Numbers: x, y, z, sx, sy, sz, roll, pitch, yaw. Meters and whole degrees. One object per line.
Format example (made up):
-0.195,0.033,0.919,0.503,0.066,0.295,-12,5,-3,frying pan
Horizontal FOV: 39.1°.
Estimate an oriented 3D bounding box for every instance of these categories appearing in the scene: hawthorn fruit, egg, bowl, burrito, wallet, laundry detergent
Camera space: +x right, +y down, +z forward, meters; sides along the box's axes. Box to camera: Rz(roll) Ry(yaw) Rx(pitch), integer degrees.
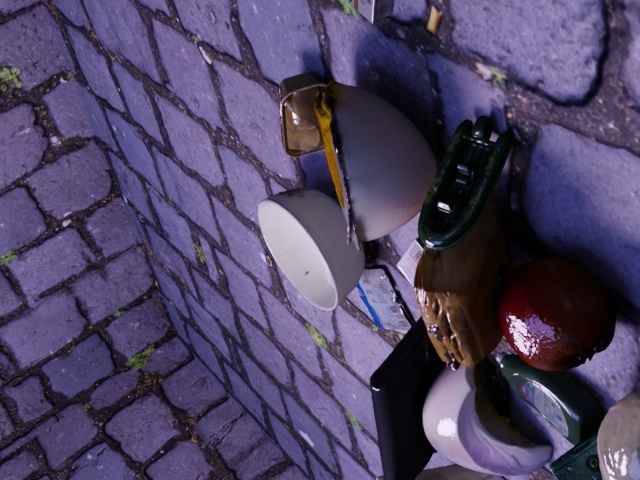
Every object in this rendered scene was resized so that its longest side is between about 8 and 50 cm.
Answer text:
0.334,0.096,1.313,0.188,0.169,0.169,54,159,22,hawthorn fruit
0.095,-0.139,1.508,0.264,0.174,0.286,80,175,-48,egg
0.000,0.000,1.922,0.277,0.145,0.277,47,156,28,bowl
0.280,0.569,2.005,0.143,0.299,0.105,-101,4,-69,burrito
0.196,0.343,1.869,0.062,0.228,0.406,28,146,31,wallet
0.388,0.266,1.564,0.211,0.063,0.137,37,157,42,laundry detergent
0.294,0.368,1.772,0.271,0.161,0.206,58,158,1,egg

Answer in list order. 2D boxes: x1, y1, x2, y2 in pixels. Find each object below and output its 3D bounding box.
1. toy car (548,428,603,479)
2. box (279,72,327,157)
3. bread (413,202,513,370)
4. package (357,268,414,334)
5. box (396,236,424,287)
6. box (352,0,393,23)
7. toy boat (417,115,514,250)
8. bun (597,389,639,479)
0.521,0.459,1.465,0.321,0.141,0.097,55,-174,5,toy car
-0.028,-0.236,1.716,0.111,0.111,0.177,45,156,29,box
0.235,0.064,1.401,0.099,0.235,0.211,0,131,30,bread
0.133,0.132,1.982,0.171,0.027,0.173,59,160,-14,package
0.236,0.078,1.607,0.199,0.081,0.135,55,159,12,box
0.080,-0.417,1.306,0.055,0.039,0.218,48,157,26,box
0.208,-0.082,1.324,0.104,0.210,0.052,26,-179,38,toy boat
0.521,0.359,1.199,0.361,0.213,0.361,47,159,24,bun
